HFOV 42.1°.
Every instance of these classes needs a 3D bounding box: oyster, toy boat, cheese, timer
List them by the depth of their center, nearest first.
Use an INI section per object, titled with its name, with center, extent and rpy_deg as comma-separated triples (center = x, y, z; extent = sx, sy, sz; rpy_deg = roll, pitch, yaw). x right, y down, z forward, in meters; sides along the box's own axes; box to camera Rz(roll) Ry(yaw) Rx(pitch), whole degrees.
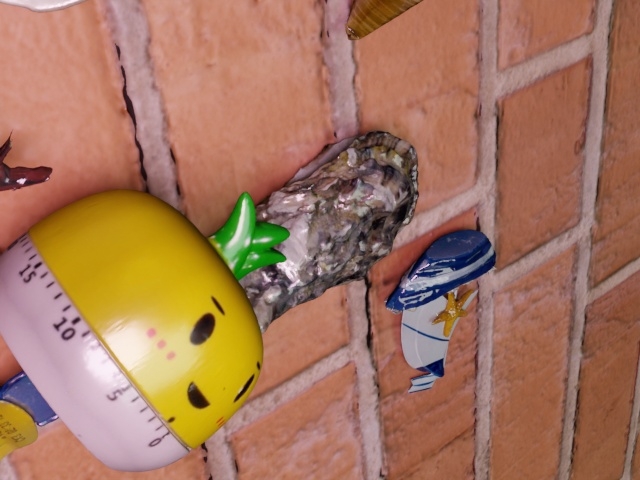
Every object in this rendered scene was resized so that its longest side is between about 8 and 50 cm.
[timer]
center = -0.145, 0.055, 0.803
extent = 0.285, 0.285, 0.285
rpy_deg = -20, 123, -34
[cheese]
center = -0.363, 0.213, 0.825
extent = 0.250, 0.064, 0.156
rpy_deg = -33, 131, -11
[oyster]
center = -0.005, 0.000, 1.006
extent = 0.162, 0.158, 0.351
rpy_deg = 51, 56, -8
[toy boat]
center = 0.177, 0.122, 1.297
extent = 0.221, 0.067, 0.291
rpy_deg = -20, 134, -32

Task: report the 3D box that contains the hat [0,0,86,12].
[hat]
center = -0.211, -0.330, 0.671
extent = 0.301, 0.168, 0.258
rpy_deg = -32, 154, 4

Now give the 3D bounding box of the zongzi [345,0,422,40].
[zongzi]
center = 0.173, -0.348, 1.003
extent = 0.286, 0.134, 0.288
rpy_deg = 3, 122, -47

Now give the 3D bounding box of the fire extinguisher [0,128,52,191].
[fire extinguisher]
center = -0.360, -0.134, 0.623
extent = 0.341, 0.142, 0.105
rpy_deg = 45, 40, -41
